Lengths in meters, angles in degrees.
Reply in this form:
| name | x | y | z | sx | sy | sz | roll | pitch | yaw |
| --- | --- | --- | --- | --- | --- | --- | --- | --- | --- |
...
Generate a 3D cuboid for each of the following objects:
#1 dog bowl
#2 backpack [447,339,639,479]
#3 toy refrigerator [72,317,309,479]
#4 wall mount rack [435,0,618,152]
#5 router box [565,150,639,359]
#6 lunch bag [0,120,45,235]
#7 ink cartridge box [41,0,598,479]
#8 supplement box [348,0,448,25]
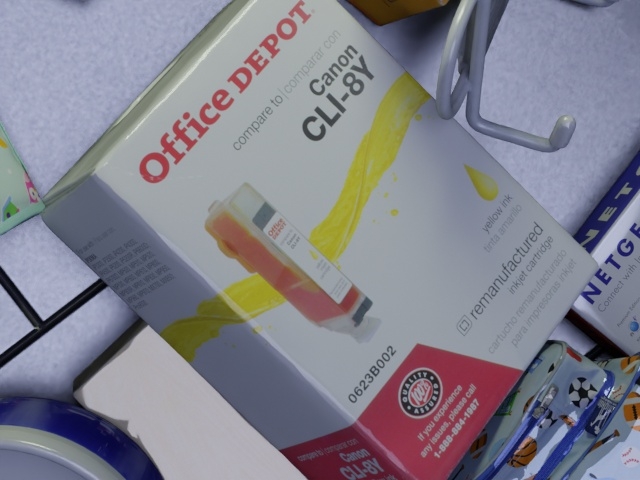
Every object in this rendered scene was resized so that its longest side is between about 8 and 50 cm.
| name | x | y | z | sx | sy | sz | roll | pitch | yaw |
| --- | --- | --- | --- | --- | --- | --- | --- | --- | --- |
| dog bowl | -0.253 | 0.270 | 1.602 | 0.264 | 0.104 | 0.265 | 2 | 107 | 6 |
| backpack | 0.204 | 0.220 | 1.634 | 0.213 | 0.276 | 0.263 | 29 | 81 | -2 |
| toy refrigerator | -0.090 | 0.190 | 1.677 | 0.102 | 0.094 | 0.269 | -44 | 98 | -2 |
| wall mount rack | 0.205 | -0.253 | 1.569 | 0.130 | 0.304 | 0.350 | 16 | 50 | 10 |
| router box | 0.417 | 0.011 | 1.763 | 0.301 | 0.082 | 0.335 | 38 | 86 | -10 |
| lunch bag | -0.378 | -0.059 | 1.577 | 0.262 | 0.160 | 0.223 | -32 | 95 | -28 |
| ink cartridge box | 0.000 | 0.000 | 1.606 | 0.384 | 0.160 | 0.279 | 44 | 64 | -9 |
| supplement box | 0.069 | -0.240 | 1.607 | 0.078 | 0.233 | 0.080 | 39 | 87 | -10 |
